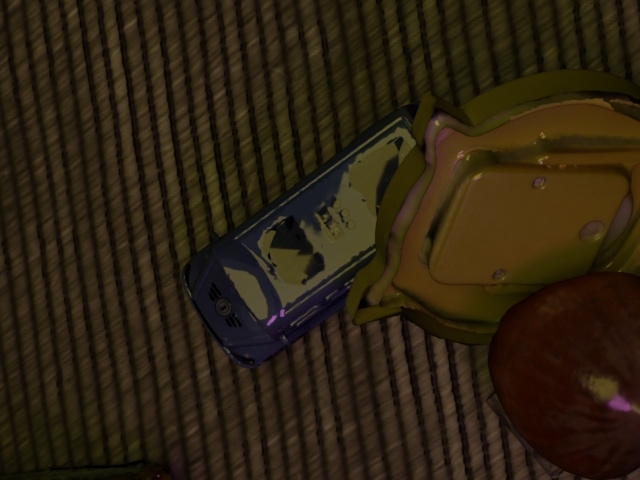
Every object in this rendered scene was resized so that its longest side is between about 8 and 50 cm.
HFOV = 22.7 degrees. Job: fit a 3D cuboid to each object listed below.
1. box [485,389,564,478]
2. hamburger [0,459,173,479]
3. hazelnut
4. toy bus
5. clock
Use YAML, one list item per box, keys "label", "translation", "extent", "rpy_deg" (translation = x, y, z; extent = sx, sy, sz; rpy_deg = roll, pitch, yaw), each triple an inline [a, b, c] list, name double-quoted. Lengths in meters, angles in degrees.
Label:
- label: "box"
  translation: [0.199, 0.164, 1.446]
  extent: [0.045, 0.062, 0.098]
  rpy_deg: [-42, 84, 17]
- label: "hamburger"
  translation: [-0.244, 0.314, 1.516]
  extent: [0.288, 0.167, 0.192]
  rpy_deg: [-10, 87, 15]
- label: "hazelnut"
  translation: [0.227, 0.109, 1.342]
  extent: [0.182, 0.182, 0.182]
  rpy_deg: [1, 92, 15]
- label: "toy bus"
  translation: [0.000, 0.000, 1.456]
  extent: [0.292, 0.133, 0.125]
  rpy_deg: [-36, 84, 13]
- label: "clock"
  translation: [0.174, -0.031, 1.360]
  extent: [0.277, 0.293, 0.071]
  rpy_deg: [-64, 32, 33]
